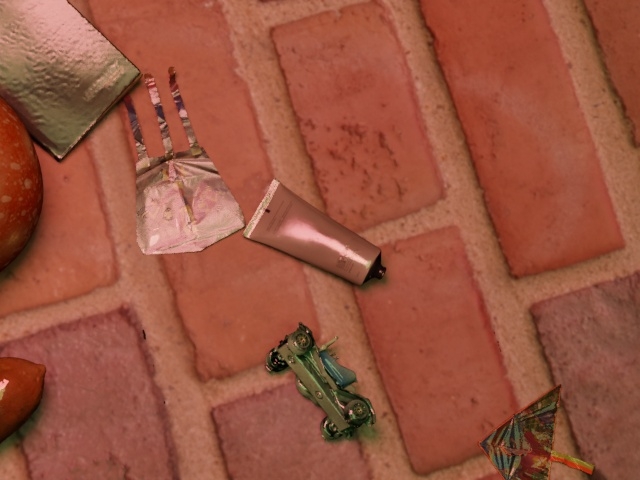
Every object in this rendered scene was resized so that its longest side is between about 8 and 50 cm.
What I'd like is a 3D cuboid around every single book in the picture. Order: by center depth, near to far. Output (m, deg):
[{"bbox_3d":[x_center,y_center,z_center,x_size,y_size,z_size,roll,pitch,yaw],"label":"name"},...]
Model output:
[{"bbox_3d":[-0.358,-0.233,1.252,0.228,0.024,0.160,44,87,-14],"label":"book"}]

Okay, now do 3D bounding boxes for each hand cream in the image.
[{"bbox_3d":[0.000,0.000,1.292,0.186,0.054,0.087,29,81,4],"label":"hand cream"}]

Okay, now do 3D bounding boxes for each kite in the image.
[{"bbox_3d":[-0.193,-0.102,1.295,0.141,0.015,0.245,-16,86,-13],"label":"kite"},{"bbox_3d":[0.282,0.278,1.303,0.159,0.010,0.189,10,79,-8],"label":"kite"}]

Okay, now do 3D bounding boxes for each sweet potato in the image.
[{"bbox_3d":[-0.431,0.247,1.160,0.097,0.097,0.291,38,84,-1],"label":"sweet potato"}]

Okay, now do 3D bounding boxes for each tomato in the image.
[{"bbox_3d":[-0.459,-0.070,1.144,0.270,0.222,0.270,2,76,-10],"label":"tomato"}]

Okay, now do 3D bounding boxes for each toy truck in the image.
[{"bbox_3d":[0.009,0.172,1.254,0.154,0.080,0.078,50,50,2],"label":"toy truck"}]
